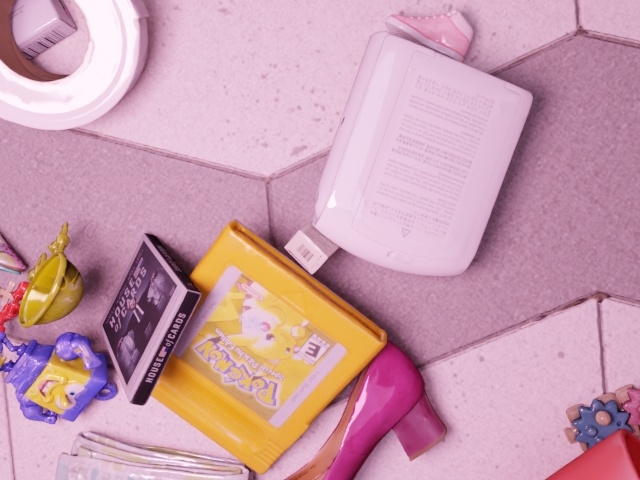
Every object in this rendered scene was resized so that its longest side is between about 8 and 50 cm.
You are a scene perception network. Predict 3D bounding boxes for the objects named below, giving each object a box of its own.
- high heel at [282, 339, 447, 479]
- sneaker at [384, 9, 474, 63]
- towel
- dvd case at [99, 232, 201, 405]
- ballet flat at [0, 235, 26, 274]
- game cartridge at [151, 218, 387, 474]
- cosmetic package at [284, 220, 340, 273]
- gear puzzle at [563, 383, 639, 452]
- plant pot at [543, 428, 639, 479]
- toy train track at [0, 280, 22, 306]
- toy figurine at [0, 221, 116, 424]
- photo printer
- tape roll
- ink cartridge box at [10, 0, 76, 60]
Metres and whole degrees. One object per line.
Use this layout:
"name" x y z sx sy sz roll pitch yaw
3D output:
"high heel" -0.002 0.312 0.895 0.377 0.127 0.181 -33 98 -8
"sneaker" 0.169 -0.324 0.888 0.134 0.051 0.070 28 94 2
"towel" -0.283 0.519 0.957 0.321 0.090 0.374 8 93 7
"dvd case" -0.265 0.107 0.883 0.030 0.239 0.179 24 96 -36
"ballet flat" -0.600 0.003 0.988 0.222 0.077 0.079 8 74 7
"game cartridge" -0.108 0.174 0.886 0.285 0.052 0.323 37 110 -4
"cosmetic package" 0.000 0.000 0.886 0.060 0.115 0.041 45 119 5
"gear puzzle" 0.509 0.384 0.878 0.175 0.044 0.338 -24 89 7
"plant pot" 0.370 0.426 0.771 0.243 0.275 0.275 -38 88 22
"toy train track" -0.526 0.101 1.006 0.083 0.014 0.048 25 95 5
"toy figurine" -0.415 0.180 0.952 0.217 0.191 0.362 34 106 -27
"photo printer" 0.139 -0.107 0.849 0.256 0.107 0.307 18 94 -11
"tape roll" -0.408 -0.315 0.879 0.286 0.100 0.286 -3 112 -6
"ink cartridge box" -0.623 -0.412 0.969 0.324 0.071 0.330 -29 87 6
